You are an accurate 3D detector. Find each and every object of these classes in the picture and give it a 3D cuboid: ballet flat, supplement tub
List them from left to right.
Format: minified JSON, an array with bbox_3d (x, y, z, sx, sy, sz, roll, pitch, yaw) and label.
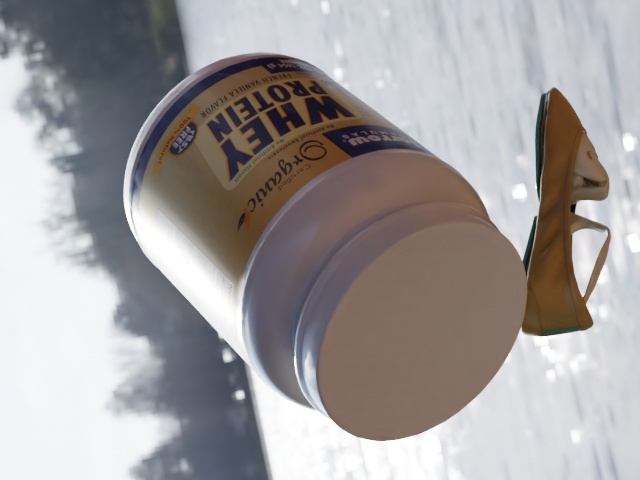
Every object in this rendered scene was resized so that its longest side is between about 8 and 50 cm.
[{"bbox_3d":[0.000,0.000,1.300,0.316,0.228,0.228,41,149,47],"label":"supplement tub"},{"bbox_3d":[0.212,-0.023,1.339,0.080,0.073,0.232,62,-145,-62],"label":"ballet flat"}]
